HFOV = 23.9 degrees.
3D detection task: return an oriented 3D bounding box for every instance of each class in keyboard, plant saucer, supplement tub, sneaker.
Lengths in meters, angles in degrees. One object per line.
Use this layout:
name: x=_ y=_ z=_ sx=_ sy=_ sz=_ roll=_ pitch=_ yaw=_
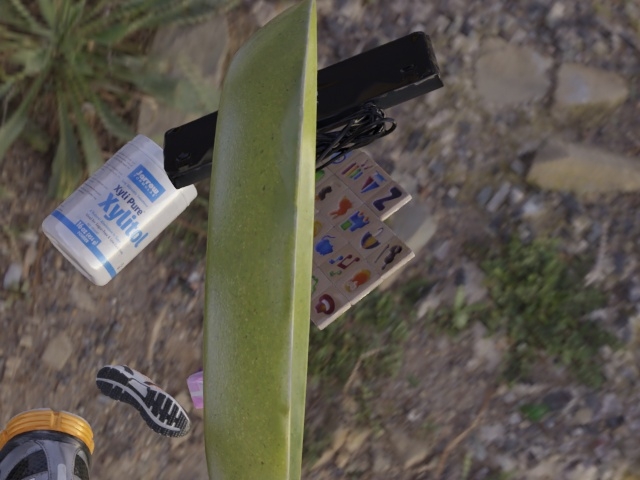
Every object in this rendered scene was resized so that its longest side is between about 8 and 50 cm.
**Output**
keyboard: x=-0.010 y=-0.070 z=0.976 sx=0.192 sy=0.038 sz=0.100 roll=-21 pitch=31 yaw=10
plant saucer: x=-0.024 y=0.016 z=0.647 sx=0.037 sy=0.241 sz=0.241 roll=3 pitch=65 yaw=1
supplement tub: x=-0.157 y=-0.023 z=1.180 sx=0.071 sy=0.071 sz=0.107 roll=44 pitch=78 yaw=5
sneaker: x=-0.206 y=0.211 z=0.991 sx=0.084 sy=0.215 sz=0.083 roll=10 pitch=32 yaw=-21
sneaker: x=-0.170 y=0.156 z=1.509 sx=0.109 sy=0.044 sz=0.040 roll=35 pitch=105 yaw=11

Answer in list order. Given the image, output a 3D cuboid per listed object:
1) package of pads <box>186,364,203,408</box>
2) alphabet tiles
package of pads: x=-0.059 y=0.108 z=1.203 sx=0.050 sy=0.083 sz=0.032 roll=-36 pitch=111 yaw=-61
alphabet tiles: x=0.000 y=0.000 z=1.551 sx=0.198 sy=0.237 sz=0.009 roll=-38 pitch=124 yaw=-3
